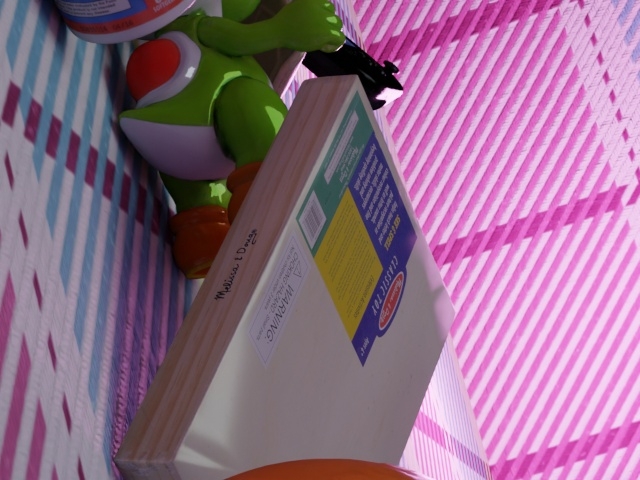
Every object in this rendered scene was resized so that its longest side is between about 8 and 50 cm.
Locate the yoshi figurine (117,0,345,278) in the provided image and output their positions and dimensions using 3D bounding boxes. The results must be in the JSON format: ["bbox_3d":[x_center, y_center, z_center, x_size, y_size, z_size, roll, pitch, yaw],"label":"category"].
[{"bbox_3d":[-0.083,-0.159,1.686,0.203,0.203,0.362,82,-10,-77],"label":"yoshi figurine"}]

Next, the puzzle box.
[{"bbox_3d":[-0.010,0.104,1.476,0.272,0.052,0.409,66,35,-36],"label":"puzzle box"}]

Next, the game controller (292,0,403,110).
[{"bbox_3d":[-0.046,-0.252,2.056,0.319,0.067,0.166,40,2,10],"label":"game controller"}]

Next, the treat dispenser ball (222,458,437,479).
[{"bbox_3d":[0.004,0.254,0.973,0.288,0.288,0.288,-18,90,-82],"label":"treat dispenser ball"}]

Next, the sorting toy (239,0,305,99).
[{"bbox_3d":[-0.052,-0.212,1.827,0.307,0.041,0.229,121,-34,-44],"label":"sorting toy"}]

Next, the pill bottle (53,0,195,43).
[{"bbox_3d":[-0.179,-0.270,1.465,0.124,0.124,0.221,-98,166,-51],"label":"pill bottle"}]
